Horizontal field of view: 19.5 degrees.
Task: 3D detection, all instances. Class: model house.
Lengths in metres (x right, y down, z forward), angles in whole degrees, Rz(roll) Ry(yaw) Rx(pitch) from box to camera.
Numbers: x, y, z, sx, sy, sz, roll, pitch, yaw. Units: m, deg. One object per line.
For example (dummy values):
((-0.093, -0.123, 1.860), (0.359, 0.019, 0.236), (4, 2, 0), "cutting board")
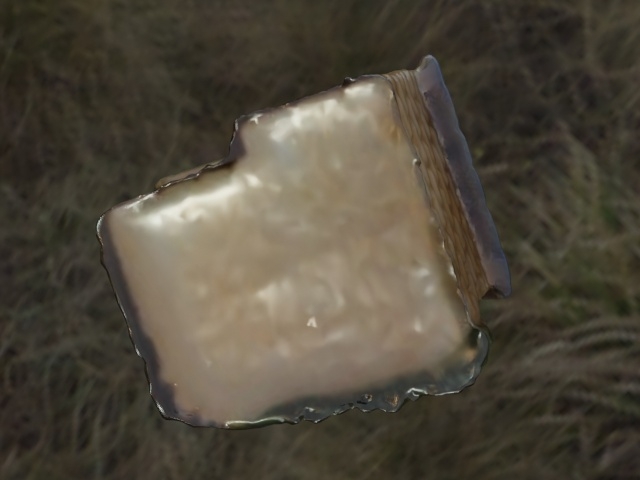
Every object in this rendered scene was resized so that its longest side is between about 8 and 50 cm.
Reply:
((0.000, 0.000, 1.000), (0.172, 0.182, 0.166), (-43, 114, -71), "model house")
